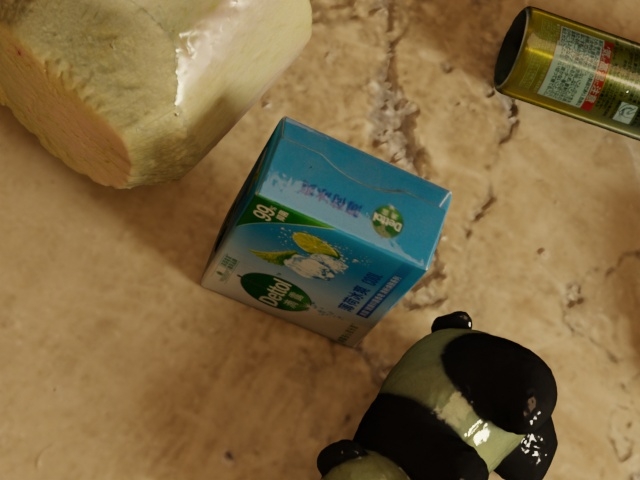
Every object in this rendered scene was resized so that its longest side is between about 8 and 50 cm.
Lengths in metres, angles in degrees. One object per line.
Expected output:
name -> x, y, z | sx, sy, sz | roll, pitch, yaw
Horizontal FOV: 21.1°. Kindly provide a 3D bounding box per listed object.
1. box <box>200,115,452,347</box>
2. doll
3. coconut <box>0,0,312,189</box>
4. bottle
box -> 0.000, -0.001, 1.308 | 0.139, 0.194, 0.073 | 23, 65, -6
doll -> 0.088, 0.166, 1.308 | 0.135, 0.143, 0.234 | 27, 63, 22
coconut -> -0.130, -0.182, 1.326 | 0.239, 0.239, 0.244 | 41, 69, 2
bottle -> 0.299, -0.124, 1.508 | 0.286, 0.082, 0.082 | 18, 65, -8
